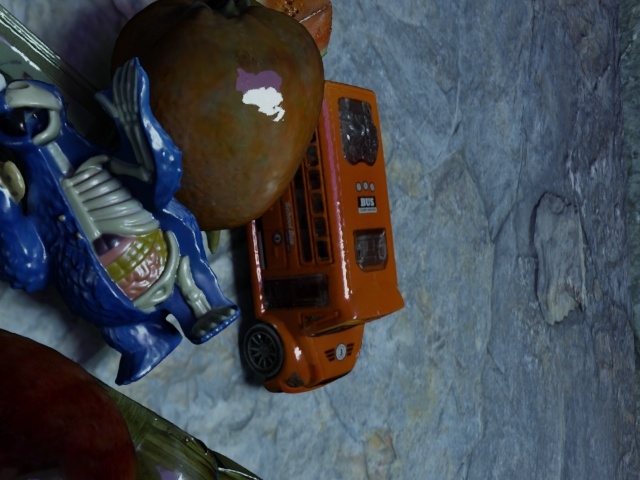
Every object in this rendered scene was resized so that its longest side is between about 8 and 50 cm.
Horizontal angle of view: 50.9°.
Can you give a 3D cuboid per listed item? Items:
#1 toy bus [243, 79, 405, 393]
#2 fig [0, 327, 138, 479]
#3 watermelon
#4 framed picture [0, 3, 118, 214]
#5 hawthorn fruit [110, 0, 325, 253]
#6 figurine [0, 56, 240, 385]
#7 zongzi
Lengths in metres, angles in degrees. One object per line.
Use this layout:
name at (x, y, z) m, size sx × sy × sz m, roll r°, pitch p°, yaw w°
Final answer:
toy bus at (0.000, 0.000, 0.740) m, size 0.143 × 0.153 × 0.329 m, roll -4°, pitch 88°, yaw -53°
fig at (-0.224, 0.161, 0.398) m, size 0.214 × 0.235 × 0.235 m, roll 92°, pitch 14°, yaw -62°
watermelon at (-0.021, -0.263, 0.797) m, size 0.135 × 0.094 × 0.125 m, roll 26°, pitch 58°, yaw -51°
framed picture at (-0.272, -0.110, 0.529) m, size 0.231 × 0.010 × 0.173 m, roll 42°, pitch 55°, yaw -40°
hawthorn fruit at (-0.098, -0.098, 0.622) m, size 0.199 × 0.199 × 0.251 m, roll -27°, pitch 136°, yaw -49°
figurine at (-0.172, -0.016, 0.536) m, size 0.120 × 0.164 × 0.262 m, roll -105°, pitch 177°, yaw -72°
zongzi at (-0.167, 0.250, 0.544) m, size 0.242 × 0.112 × 0.221 m, roll 44°, pitch 54°, yaw -26°
